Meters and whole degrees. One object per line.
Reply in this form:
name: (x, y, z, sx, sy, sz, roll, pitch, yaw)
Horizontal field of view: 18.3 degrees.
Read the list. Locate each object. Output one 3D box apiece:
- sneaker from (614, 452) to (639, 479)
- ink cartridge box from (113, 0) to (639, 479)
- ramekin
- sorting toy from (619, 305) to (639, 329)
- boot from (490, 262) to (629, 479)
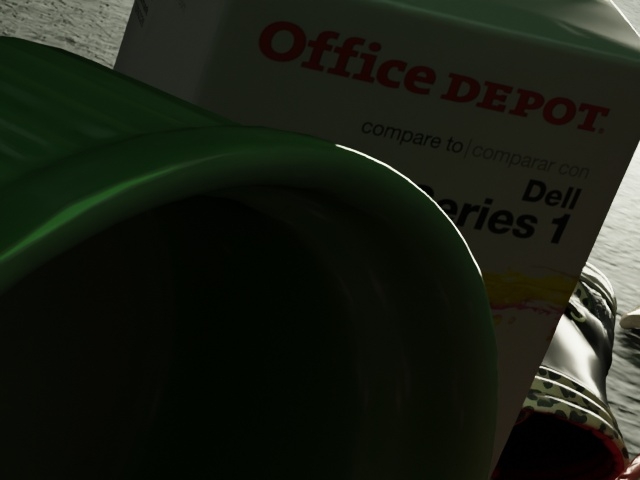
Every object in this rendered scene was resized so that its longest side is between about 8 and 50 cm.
sneaker: (0.155, 0.183, 0.902, 0.128, 0.087, 0.221, 42, 31, 8)
ink cartridge box: (0.000, 0.000, 0.880, 0.201, 0.278, 0.117, 11, 26, -22)
ramekin: (-0.099, 0.084, 0.618, 0.303, 0.303, 0.148, -7, 29, -46)
sorting toy: (0.318, 0.073, 1.279, 0.208, 0.038, 0.193, 32, 26, 23)
boot: (0.055, 0.050, 1.063, 0.236, 0.085, 0.179, 16, 28, -7)
